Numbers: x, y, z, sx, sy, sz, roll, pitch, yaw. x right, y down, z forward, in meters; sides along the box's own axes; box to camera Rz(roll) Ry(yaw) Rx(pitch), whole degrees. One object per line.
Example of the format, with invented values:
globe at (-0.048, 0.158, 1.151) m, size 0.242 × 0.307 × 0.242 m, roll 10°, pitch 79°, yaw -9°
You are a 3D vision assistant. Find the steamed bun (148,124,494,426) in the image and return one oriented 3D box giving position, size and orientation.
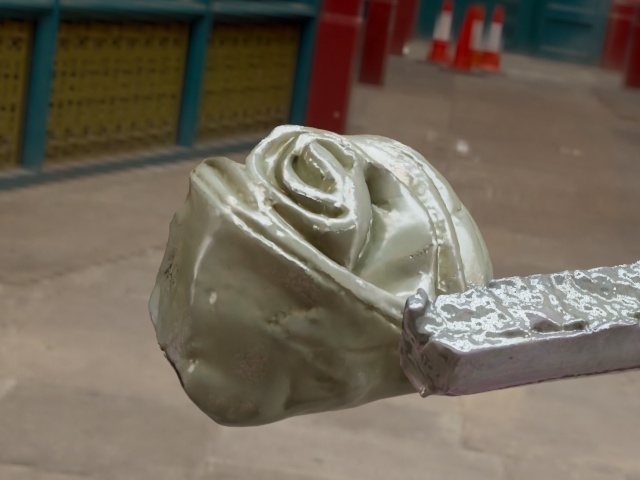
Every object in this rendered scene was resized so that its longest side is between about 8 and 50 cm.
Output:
steamed bun at (0.000, -0.001, 0.936) m, size 0.218 × 0.144 × 0.211 m, roll -3°, pitch 39°, yaw -11°

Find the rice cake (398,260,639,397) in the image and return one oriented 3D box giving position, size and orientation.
rice cake at (0.156, 0.038, 0.702) m, size 0.269 × 0.055 × 0.049 m, roll -3°, pitch 53°, yaw -27°
